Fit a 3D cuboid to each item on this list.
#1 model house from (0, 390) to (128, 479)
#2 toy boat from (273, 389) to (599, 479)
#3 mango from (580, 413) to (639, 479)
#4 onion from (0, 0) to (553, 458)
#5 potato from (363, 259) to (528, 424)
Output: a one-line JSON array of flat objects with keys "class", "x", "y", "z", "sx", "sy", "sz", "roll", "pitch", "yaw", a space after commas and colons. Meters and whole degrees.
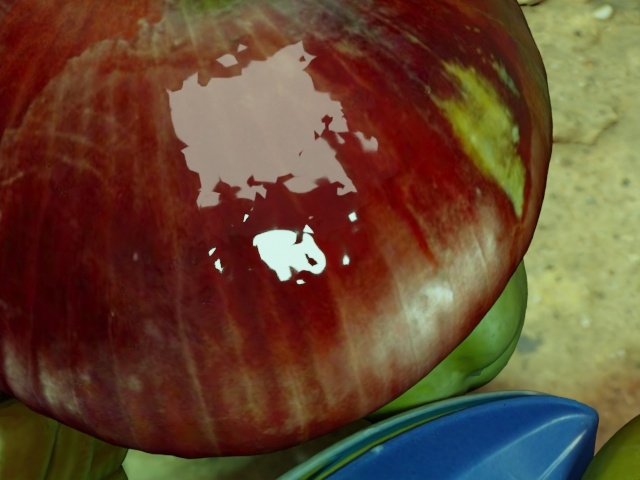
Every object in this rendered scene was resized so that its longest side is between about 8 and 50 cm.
[{"class": "model house", "x": -0.188, "y": 0.104, "z": 0.458, "sx": 0.219, "sy": 0.199, "sz": 0.229, "roll": -33, "pitch": 88, "yaw": 23}, {"class": "toy boat", "x": 0.006, "y": 0.150, "z": 0.456, "sx": 0.295, "sy": 0.129, "sz": 0.088, "roll": -33, "pitch": 24, "yaw": -22}, {"class": "mango", "x": 0.184, "y": 0.176, "z": 0.435, "sx": 0.156, "sy": 0.114, "sz": 0.251, "roll": -3, "pitch": 57, "yaw": -30}, {"class": "onion", "x": -0.043, "y": -0.046, "z": 0.398, "sx": 0.248, "sy": 0.161, "sz": 0.248, "roll": -13, "pitch": 62, "yaw": 24}, {"class": "potato", "x": 0.001, "y": -0.003, "z": 0.531, "sx": 0.154, "sy": 0.137, "sz": 0.200, "roll": -34, "pitch": 63, "yaw": -21}]
